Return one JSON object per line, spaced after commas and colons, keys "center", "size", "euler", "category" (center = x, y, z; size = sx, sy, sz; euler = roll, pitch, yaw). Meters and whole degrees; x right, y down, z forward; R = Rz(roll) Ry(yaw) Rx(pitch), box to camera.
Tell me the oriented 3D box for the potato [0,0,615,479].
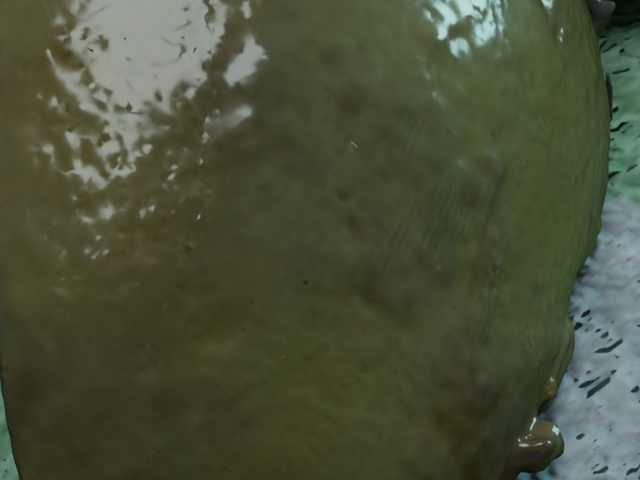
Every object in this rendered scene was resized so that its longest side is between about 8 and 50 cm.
{"center": [0.000, -0.016, 0.633], "size": [0.211, 0.189, 0.264], "euler": [-4, 47, 6], "category": "potato"}
